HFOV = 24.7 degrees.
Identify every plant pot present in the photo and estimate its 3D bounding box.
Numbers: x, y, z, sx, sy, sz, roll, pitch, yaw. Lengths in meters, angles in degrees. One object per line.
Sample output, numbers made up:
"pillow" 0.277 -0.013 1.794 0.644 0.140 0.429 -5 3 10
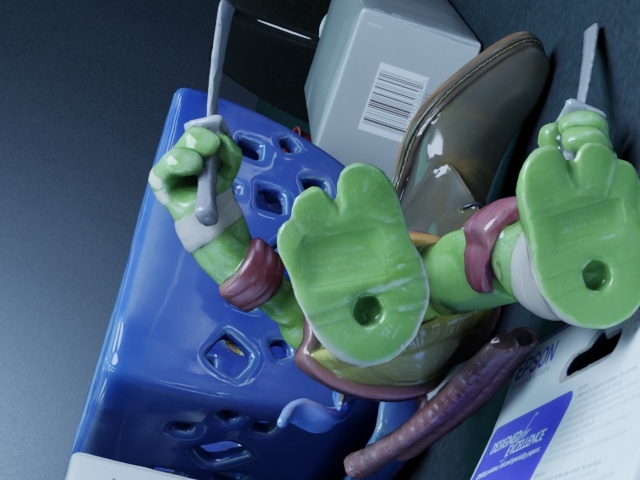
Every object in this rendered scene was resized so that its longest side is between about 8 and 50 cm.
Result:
"plant pot" -0.041 0.072 1.002 0.236 0.212 0.236 118 166 -53
"plant pot" -0.044 -0.288 1.888 0.188 0.167 0.187 123 161 -61

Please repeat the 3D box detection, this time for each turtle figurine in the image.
"turtle figurine" 0.032 -0.032 0.659 0.274 0.198 0.266 -65 9 -4

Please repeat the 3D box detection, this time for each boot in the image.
"boot" 0.089 -0.013 0.854 0.106 0.082 0.219 38 93 36

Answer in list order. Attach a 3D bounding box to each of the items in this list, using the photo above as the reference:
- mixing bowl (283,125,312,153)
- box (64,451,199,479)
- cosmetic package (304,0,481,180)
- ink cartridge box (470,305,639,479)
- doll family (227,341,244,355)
"mixing bowl" 0.000 0.000 1.267 0.181 0.098 0.181 -165 90 -82
"box" -0.088 0.312 0.857 0.168 0.215 0.345 -84 12 -48
"cosmetic package" 0.051 -0.140 1.192 0.238 0.107 0.127 -88 16 -70
"ink cartridge box" 0.090 0.115 0.559 0.208 0.045 0.206 -62 4 -21
"doll family" -0.067 0.126 1.543 0.163 0.118 0.263 -61 32 34
